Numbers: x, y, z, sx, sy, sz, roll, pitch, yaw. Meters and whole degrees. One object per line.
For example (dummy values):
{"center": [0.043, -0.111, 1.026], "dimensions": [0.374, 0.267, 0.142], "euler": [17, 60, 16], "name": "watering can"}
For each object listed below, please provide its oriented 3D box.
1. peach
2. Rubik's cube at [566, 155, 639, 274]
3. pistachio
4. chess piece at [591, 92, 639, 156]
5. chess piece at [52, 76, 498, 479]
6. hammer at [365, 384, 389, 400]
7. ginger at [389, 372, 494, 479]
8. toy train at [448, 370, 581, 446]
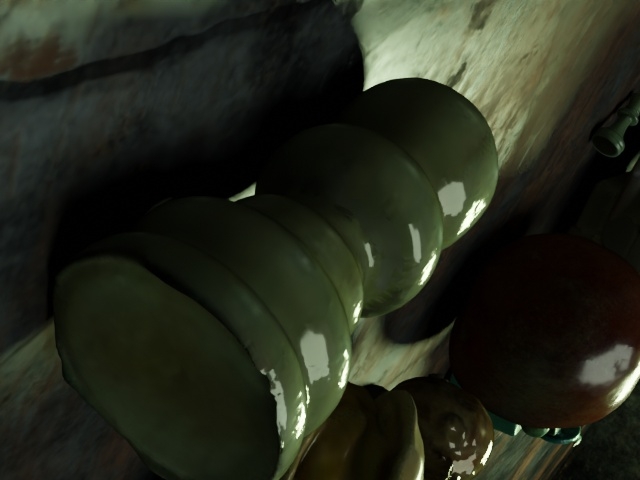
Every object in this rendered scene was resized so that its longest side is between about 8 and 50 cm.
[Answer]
{"center": [0.278, 0.114, 1.457], "dimensions": [0.252, 0.252, 0.252], "euler": [-42, 158, -21], "name": "peach"}
{"center": [0.555, 0.008, 1.675], "dimensions": [0.368, 0.387, 0.358], "euler": [-95, -162, -48], "name": "Rubik's cube"}
{"center": [-0.024, 0.263, 1.089], "dimensions": [0.321, 0.229, 0.238], "euler": [-62, -167, 14], "name": "pistachio"}
{"center": [0.381, -0.150, 1.487], "dimensions": [0.093, 0.042, 0.042], "euler": [-50, 161, -20], "name": "chess piece"}
{"center": [0.000, 0.000, 0.783], "dimensions": [0.330, 0.182, 0.182], "euler": [-42, 159, -40], "name": "chess piece"}
{"center": [0.023, 0.318, 1.538], "dimensions": [0.168, 0.044, 0.440], "euler": [-40, 158, -23], "name": "hammer"}
{"center": [0.055, 0.331, 1.273], "dimensions": [0.176, 0.256, 0.375], "euler": [35, 104, -32], "name": "ginger"}
{"center": [0.336, 0.186, 1.767], "dimensions": [0.298, 0.194, 0.120], "euler": [-33, 133, -48], "name": "toy train"}
